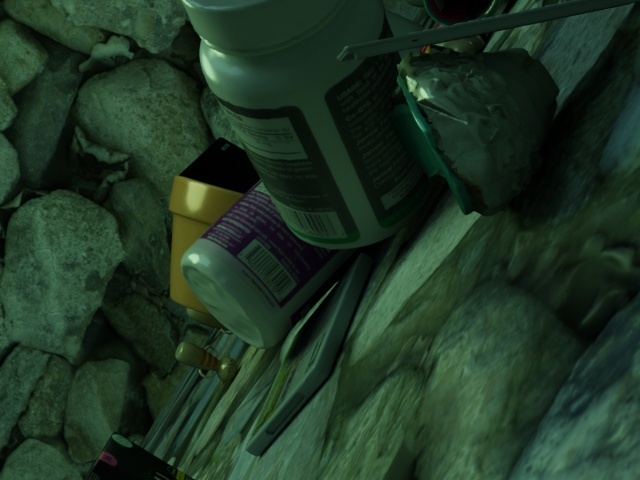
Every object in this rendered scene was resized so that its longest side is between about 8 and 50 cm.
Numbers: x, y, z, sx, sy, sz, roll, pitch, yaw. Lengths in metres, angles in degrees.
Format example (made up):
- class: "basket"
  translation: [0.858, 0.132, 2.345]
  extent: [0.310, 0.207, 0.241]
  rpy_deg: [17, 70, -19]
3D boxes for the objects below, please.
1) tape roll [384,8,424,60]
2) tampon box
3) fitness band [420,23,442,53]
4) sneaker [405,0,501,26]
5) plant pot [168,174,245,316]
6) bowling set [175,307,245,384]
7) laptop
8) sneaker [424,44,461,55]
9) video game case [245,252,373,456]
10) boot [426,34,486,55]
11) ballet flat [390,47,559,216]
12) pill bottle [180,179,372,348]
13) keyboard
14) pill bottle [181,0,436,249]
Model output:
- class: "tape roll"
  translation: [0.064, -0.228, 1.727]
  extent: [0.286, 0.100, 0.286]
  rpy_deg: [-158, 90, -86]
- class: "tampon box"
  translation: [-0.263, 0.371, 1.563]
  extent: [0.101, 0.161, 0.120]
  rpy_deg: [-57, 6, 7]
- class: "fitness band"
  translation: [0.173, -0.257, 1.761]
  extent: [0.291, 0.054, 0.209]
  rpy_deg: [-58, 8, 8]
- class: "sneaker"
  translation: [0.192, -0.378, 1.611]
  extent: [0.295, 0.124, 0.178]
  rpy_deg: [-17, 28, 54]
- class: "plant pot"
  translation: [-0.129, 0.026, 1.821]
  extent: [0.291, 0.290, 0.204]
  rpy_deg: [-145, 71, -84]
- class: "bowling set"
  translation: [-0.157, 0.123, 2.117]
  extent: [0.200, 0.154, 0.287]
  rpy_deg: [-41, 31, 46]
- class: "laptop"
  translation: [-0.145, -0.043, 2.096]
  extent: [0.234, 0.136, 0.264]
  rpy_deg: [-55, -42, -59]
- class: "sneaker"
  translation: [0.156, -0.212, 1.477]
  extent: [0.084, 0.083, 0.215]
  rpy_deg: [-61, 5, -16]
- class: "video game case"
  translation: [-0.012, 0.140, 1.342]
  extent: [0.193, 0.023, 0.212]
  rpy_deg: [-53, 8, 41]
- class: "boot"
  translation: [0.201, -0.291, 1.604]
  extent: [0.087, 0.042, 0.118]
  rpy_deg: [-29, 35, 18]
- class: "ballet flat"
  translation: [0.136, -0.119, 0.963]
  extent: [0.147, 0.147, 0.409]
  rpy_deg: [-57, 6, 8]
- class: "pill bottle"
  translation: [-0.026, -0.016, 1.434]
  extent: [0.301, 0.169, 0.169]
  rpy_deg: [-45, 1, -20]
- class: "keyboard"
  translation: [0.141, -0.172, 0.864]
  extent: [0.072, 0.255, 0.014]
  rpy_deg: [-122, 21, -80]
- class: "pill bottle"
  translation: [-0.008, -0.172, 1.195]
  extent: [0.204, 0.204, 0.361]
  rpy_deg: [-61, -34, -28]
